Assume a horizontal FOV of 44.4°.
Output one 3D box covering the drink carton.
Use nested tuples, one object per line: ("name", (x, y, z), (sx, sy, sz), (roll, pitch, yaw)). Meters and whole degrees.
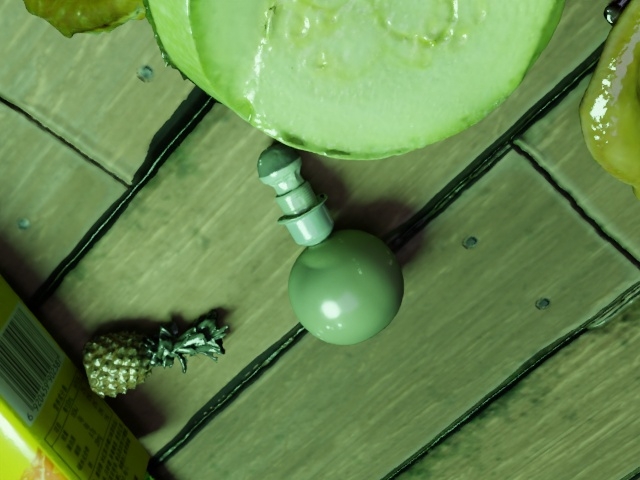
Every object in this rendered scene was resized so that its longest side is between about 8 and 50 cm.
("drink carton", (-0.301, 0.117, 0.622), (0.154, 0.111, 0.351), (-26, 115, 11))

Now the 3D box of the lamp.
("lamp", (0.000, 0.000, 0.602), (0.090, 0.091, 0.163), (-26, 105, 12))

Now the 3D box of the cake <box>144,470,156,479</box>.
("cake", (-0.175, 0.308, 0.765), (0.100, 0.099, 0.235), (-23, 118, 9))

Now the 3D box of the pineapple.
("pineapple", (-0.138, 0.091, 0.671), (0.124, 0.058, 0.058), (-20, 121, -7))

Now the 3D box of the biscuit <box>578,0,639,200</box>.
("biscuit", (0.297, -0.134, 0.553), (0.202, 0.041, 0.260), (13, 121, -10))

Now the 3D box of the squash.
("squash", (0.011, -0.144, 0.436), (0.220, 0.133, 0.220), (-21, 140, -19))

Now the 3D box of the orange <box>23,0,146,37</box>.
("orange", (-0.138, -0.208, 0.448), (0.169, 0.112, 0.160), (-7, 132, 49))
